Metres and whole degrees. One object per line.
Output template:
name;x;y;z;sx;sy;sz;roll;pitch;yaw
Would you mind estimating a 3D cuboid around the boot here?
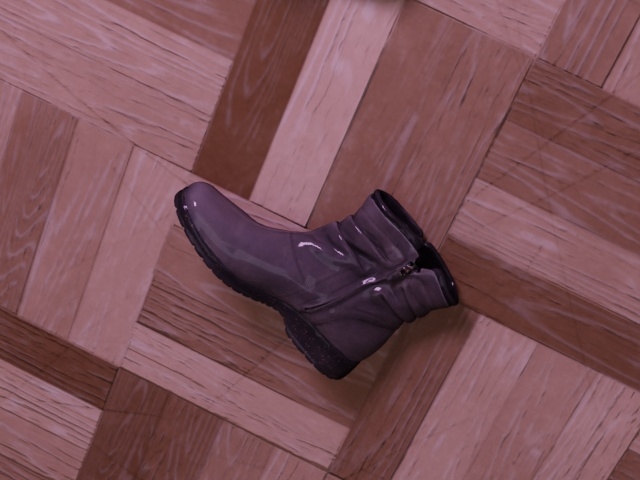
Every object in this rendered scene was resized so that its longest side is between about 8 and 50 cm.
boot;0.000;0.000;1.551;0.223;0.118;0.338;-39;109;24
